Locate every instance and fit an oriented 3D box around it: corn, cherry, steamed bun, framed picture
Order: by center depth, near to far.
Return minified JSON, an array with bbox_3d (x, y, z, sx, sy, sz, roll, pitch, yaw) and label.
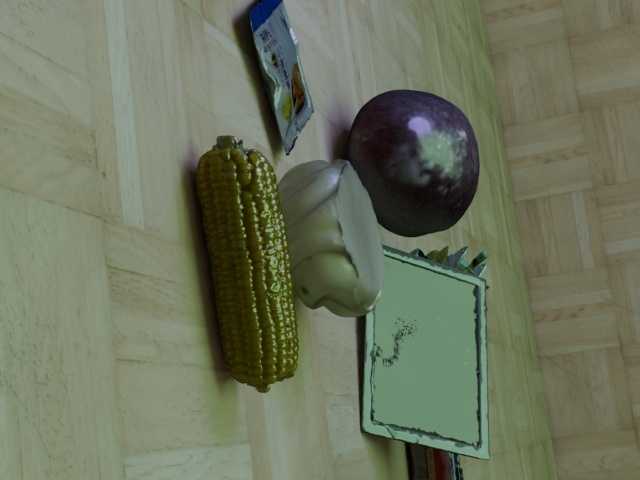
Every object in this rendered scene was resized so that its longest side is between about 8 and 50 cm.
[{"bbox_3d":[-0.065,0.020,1.007,0.080,0.080,0.238,-3,82,-73],"label":"corn"},{"bbox_3d":[0.000,0.000,1.192,0.183,0.106,0.183,-14,90,-74],"label":"steamed bun"},{"bbox_3d":[0.145,0.151,1.503,0.216,0.016,0.273,19,60,-28],"label":"framed picture"},{"bbox_3d":[0.131,-0.113,1.566,0.266,0.183,0.213,8,63,-57],"label":"cherry"}]

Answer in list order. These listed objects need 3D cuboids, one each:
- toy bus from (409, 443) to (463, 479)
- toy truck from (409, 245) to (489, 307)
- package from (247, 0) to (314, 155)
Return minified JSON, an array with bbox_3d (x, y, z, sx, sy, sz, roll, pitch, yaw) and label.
[{"bbox_3d":[0.172,0.332,1.606,0.079,0.077,0.174,38,43,-66],"label":"toy bus"},{"bbox_3d":[0.194,0.087,1.668,0.128,0.135,0.259,45,29,-9],"label":"toy truck"},{"bbox_3d":[-0.046,-0.204,1.294,0.171,0.027,0.173,-67,146,-62],"label":"package"}]
